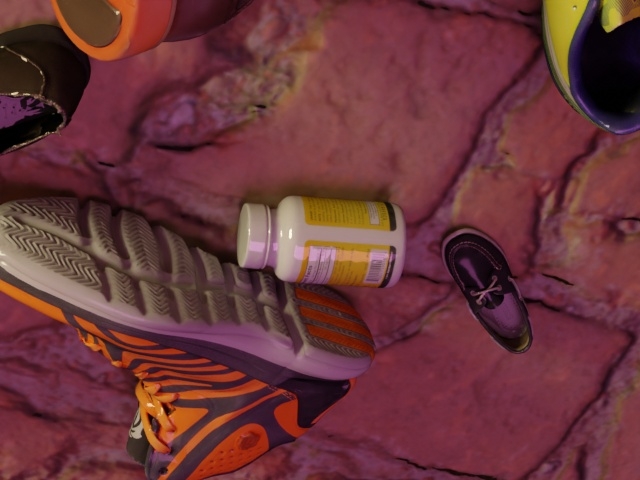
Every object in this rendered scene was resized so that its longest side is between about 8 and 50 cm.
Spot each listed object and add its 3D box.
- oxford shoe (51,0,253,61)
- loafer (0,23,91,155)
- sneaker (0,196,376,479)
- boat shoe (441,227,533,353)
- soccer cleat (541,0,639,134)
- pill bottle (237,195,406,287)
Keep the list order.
[{"bbox_3d":[-0.081,-0.286,0.814,0.133,0.130,0.363,-19,131,-38],"label":"oxford shoe"},{"bbox_3d":[-0.257,-0.075,0.953,0.220,0.078,0.080,-22,129,8],"label":"loafer"},{"bbox_3d":[-0.129,0.093,1.082,0.321,0.124,0.180,23,120,-25],"label":"sneaker"},{"bbox_3d":[0.133,0.042,1.142,0.046,0.038,0.125,-24,129,9],"label":"boat shoe"},{"bbox_3d":[0.174,-0.195,0.905,0.093,0.121,0.289,-15,129,3],"label":"soccer cleat"},{"bbox_3d":[0.000,0.000,1.068,0.116,0.065,0.065,5,128,-13],"label":"pill bottle"}]
